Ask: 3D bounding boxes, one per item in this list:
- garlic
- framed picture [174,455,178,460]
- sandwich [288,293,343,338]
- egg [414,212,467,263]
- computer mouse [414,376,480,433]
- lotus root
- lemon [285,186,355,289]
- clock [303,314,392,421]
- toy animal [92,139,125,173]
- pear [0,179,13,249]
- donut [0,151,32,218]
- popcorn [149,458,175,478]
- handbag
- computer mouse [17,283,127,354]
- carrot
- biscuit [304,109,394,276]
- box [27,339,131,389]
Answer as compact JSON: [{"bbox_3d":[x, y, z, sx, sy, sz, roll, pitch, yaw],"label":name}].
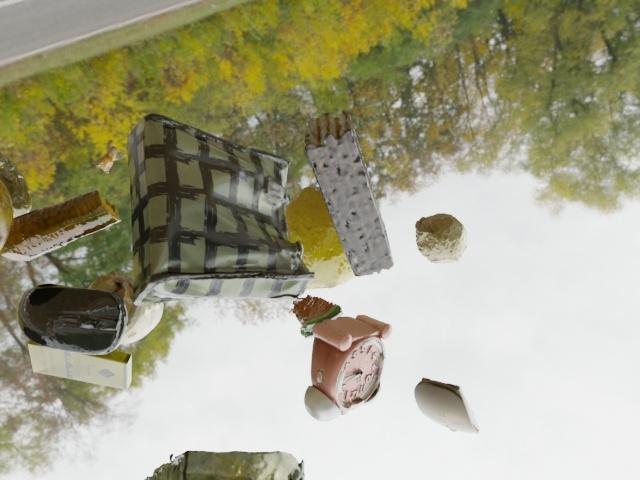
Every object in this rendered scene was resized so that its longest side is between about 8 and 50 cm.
[{"bbox_3d":[-0.560,0.209,1.343,0.281,0.185,0.203,16,-103,28],"label":"garlic"},{"bbox_3d":[-0.226,0.614,1.040,0.324,0.244,0.013,-16,159,36],"label":"framed picture"},{"bbox_3d":[-0.023,0.288,1.884,0.185,0.160,0.109,-23,156,-31],"label":"sandwich"},{"bbox_3d":[0.270,-0.004,1.061,0.118,0.116,0.140,16,178,28],"label":"egg"},{"bbox_3d":[0.375,0.500,1.384,0.158,0.310,0.072,6,-125,34],"label":"computer mouse"},{"bbox_3d":[-0.154,0.449,0.761,0.267,0.260,0.149,-43,-140,37],"label":"lotus root"},{"bbox_3d":[0.000,0.000,1.603,0.387,0.350,0.350,-52,-148,-13],"label":"lemon"},{"bbox_3d":[0.041,0.216,0.805,0.093,0.162,0.166,14,-170,42],"label":"clock"},{"bbox_3d":[-0.566,-0.226,1.265,0.083,0.060,0.081,-56,-175,-13],"label":"toy animal"},{"bbox_3d":[-0.792,-0.049,0.959,0.281,0.280,0.281,-19,-157,8],"label":"pear"},{"bbox_3d":[-0.956,-0.150,1.367,0.128,0.261,0.208,-29,174,10],"label":"donut"},{"bbox_3d":[-0.365,0.721,1.249,0.251,0.206,0.237,30,-90,18],"label":"popcorn"},{"bbox_3d":[-0.192,-0.043,0.904,0.327,0.325,0.162,6,154,-36],"label":"handbag"},{"bbox_3d":[-0.553,0.165,1.019,0.270,0.137,0.086,7,178,12],"label":"computer mouse"},{"bbox_3d":[-0.659,-0.040,1.188,0.302,0.114,0.114,-22,-157,2],"label":"carrot"},{"bbox_3d":[0.044,-0.072,0.714,0.070,0.252,0.106,-17,-151,10],"label":"biscuit"},{"bbox_3d":[-0.702,0.361,1.388,0.279,0.153,0.041,14,-140,-8],"label":"box"}]
